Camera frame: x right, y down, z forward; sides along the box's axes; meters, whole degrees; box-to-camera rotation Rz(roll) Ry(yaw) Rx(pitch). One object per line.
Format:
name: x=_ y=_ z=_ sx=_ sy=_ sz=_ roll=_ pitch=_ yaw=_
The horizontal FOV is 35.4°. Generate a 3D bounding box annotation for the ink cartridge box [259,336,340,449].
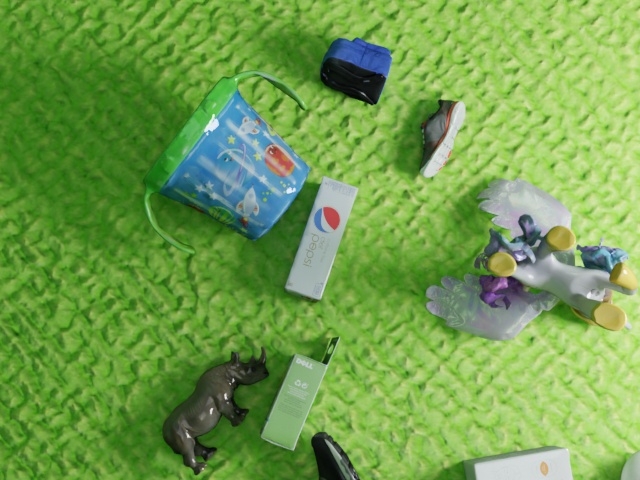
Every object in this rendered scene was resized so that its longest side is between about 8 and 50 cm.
ink cartridge box: x=-0.038 y=0.253 z=1.741 sx=0.062 sy=0.109 sz=0.209 roll=23 pitch=81 yaw=-2

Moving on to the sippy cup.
sippy cup: x=-0.151 y=-0.126 z=1.740 sx=0.224 sy=0.305 sz=0.240 roll=38 pitch=37 yaw=-9

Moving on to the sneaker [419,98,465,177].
sneaker: x=0.212 y=-0.191 z=1.858 sx=0.065 sy=0.061 sz=0.158 roll=22 pitch=79 yaw=26

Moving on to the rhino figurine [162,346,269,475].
rhino figurine: x=-0.176 y=0.280 z=1.746 sx=0.106 sy=0.073 sz=0.243 roll=40 pitch=80 yaw=-1

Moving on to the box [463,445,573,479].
box: x=0.351 y=0.438 z=1.753 sx=0.170 sy=0.091 sz=0.130 roll=-8 pitch=82 yaw=-5

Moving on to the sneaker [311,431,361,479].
sneaker: x=0.029 y=0.474 z=1.721 sx=0.124 sy=0.107 sz=0.283 roll=-26 pitch=85 yaw=-1

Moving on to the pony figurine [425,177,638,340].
pony figurine: x=0.378 y=0.058 z=1.714 sx=0.351 sy=0.363 sz=0.303 roll=27 pitch=88 yaw=16

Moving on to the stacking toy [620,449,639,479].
stacking toy: x=0.650 y=0.578 z=1.688 sx=0.351 sy=0.350 sz=0.480 roll=-15 pitch=66 yaw=-6

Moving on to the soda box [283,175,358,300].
soda box: x=0.000 y=0.000 z=1.796 sx=0.069 sy=0.074 sz=0.216 roll=20 pitch=81 yaw=-1

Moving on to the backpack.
backpack: x=0.063 y=-0.317 z=1.837 sx=0.120 sy=0.098 sz=0.101 roll=17 pitch=52 yaw=-2
